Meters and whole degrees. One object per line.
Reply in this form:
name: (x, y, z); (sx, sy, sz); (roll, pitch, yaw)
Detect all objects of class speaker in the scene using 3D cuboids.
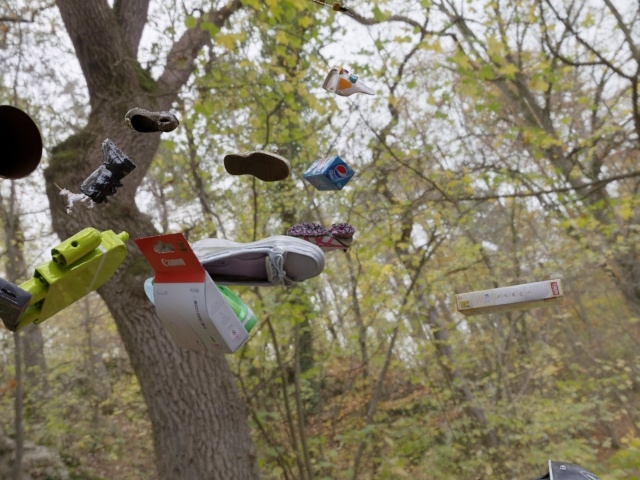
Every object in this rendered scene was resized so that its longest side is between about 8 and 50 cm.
speaker: (-0.324, 0.171, 1.516); (0.131, 0.296, 0.131); (-50, 5, 5)

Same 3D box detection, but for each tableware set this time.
tableware set: (0.024, -0.666, 1.510); (0.103, 0.154, 0.024); (5, -60, -30)

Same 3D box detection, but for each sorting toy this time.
sorting toy: (0.052, -0.258, 0.898); (0.075, 0.083, 0.045); (15, -74, -20)

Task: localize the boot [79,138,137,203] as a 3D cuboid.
boot: (-0.392, -0.125, 0.976); (0.099, 0.121, 0.045); (-46, -40, -5)

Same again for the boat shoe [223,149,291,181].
boat shoe: (-0.209, -0.270, 1.868); (0.285, 0.105, 0.089); (14, 29, 32)

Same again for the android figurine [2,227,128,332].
android figurine: (-0.489, 0.068, 1.064); (0.273, 0.056, 0.248); (-44, -3, -47)

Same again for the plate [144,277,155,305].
plate: (-0.467, 0.181, 1.684); (0.024, 0.188, 0.188); (-44, -24, 9)

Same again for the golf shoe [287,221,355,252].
golf shoe: (0.000, 0.000, 1.430); (0.185, 0.068, 0.086); (2, -60, -17)

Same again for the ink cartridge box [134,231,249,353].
ink cartridge box: (-0.256, 0.102, 0.992); (0.189, 0.232, 0.066); (-6, 35, 46)

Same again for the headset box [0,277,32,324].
headset box: (-0.503, 0.095, 0.863); (0.062, 0.032, 0.083); (34, -42, -18)

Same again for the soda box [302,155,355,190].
soda box: (0.020, -0.186, 1.515); (0.067, 0.071, 0.210); (-51, 16, -8)

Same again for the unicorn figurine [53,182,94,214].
unicorn figurine: (-0.814, -0.137, 1.804); (0.161, 0.111, 0.060); (0, -53, -10)

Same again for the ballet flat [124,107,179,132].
ballet flat: (-0.545, -0.370, 1.705); (0.058, 0.249, 0.084); (-55, -41, -31)

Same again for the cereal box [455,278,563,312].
cereal box: (0.464, 0.145, 1.320); (0.239, 0.048, 0.173); (-11, -17, 22)

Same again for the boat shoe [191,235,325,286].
boat shoe: (-0.150, 0.059, 1.224); (0.319, 0.103, 0.118); (4, -59, 2)

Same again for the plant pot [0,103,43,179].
plant pot: (-1.001, -0.288, 1.607); (0.230, 0.216, 0.215); (2, -10, 23)

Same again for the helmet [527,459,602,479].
helmet: (0.365, 0.419, 0.795); (0.161, 0.170, 0.169); (-42, -25, 21)
